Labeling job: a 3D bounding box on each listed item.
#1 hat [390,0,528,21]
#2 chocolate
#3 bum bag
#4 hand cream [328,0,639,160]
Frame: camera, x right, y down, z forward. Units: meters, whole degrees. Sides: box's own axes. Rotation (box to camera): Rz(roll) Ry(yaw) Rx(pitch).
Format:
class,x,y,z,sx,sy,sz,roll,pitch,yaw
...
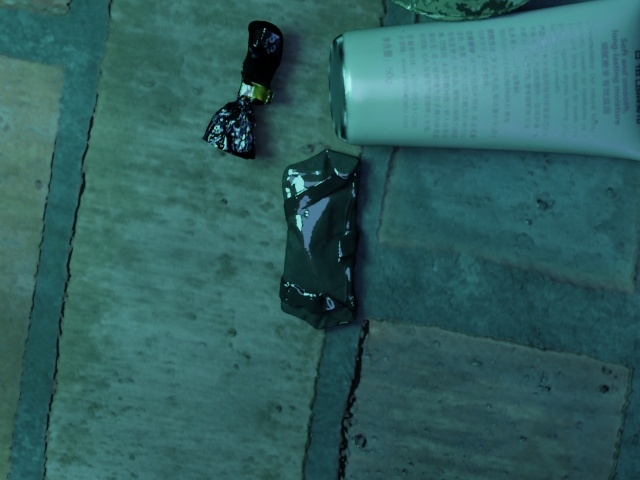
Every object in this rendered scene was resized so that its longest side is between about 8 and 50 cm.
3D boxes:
class,x,y,z,sx,sy,sz,roll,pitch,yaw
hat,0.136,-0.359,1.801,0.265,0.128,0.266,-1,77,4
chocolate,-0.072,-0.160,1.909,0.070,0.072,0.147,28,105,-1
bum bag,0.000,0.000,1.930,0.087,0.049,0.198,2,97,1
hand cream,0.188,-0.166,1.868,0.358,0.118,0.186,-2,91,-1
